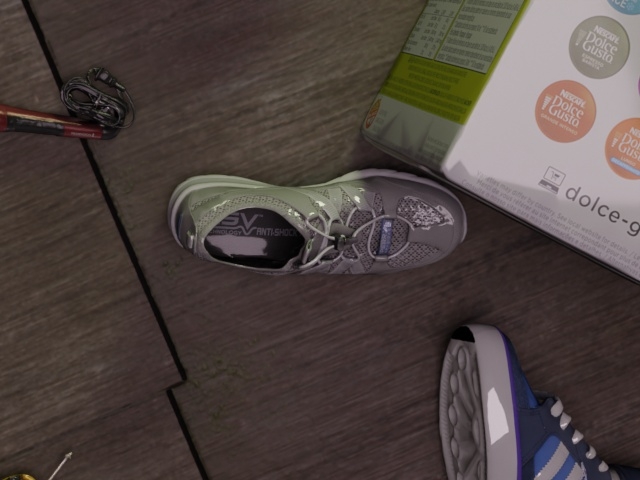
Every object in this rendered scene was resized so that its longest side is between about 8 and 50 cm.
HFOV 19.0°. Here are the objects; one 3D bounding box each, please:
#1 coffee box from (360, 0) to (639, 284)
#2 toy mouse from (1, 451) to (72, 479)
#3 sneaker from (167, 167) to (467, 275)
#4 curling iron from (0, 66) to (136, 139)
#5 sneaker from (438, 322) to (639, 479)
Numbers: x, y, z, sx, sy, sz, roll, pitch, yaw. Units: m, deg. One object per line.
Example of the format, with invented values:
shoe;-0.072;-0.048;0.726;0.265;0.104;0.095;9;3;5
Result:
coffee box;0.283;-0.149;1.701;0.337;0.338;0.334;27;93;-13
toy mouse;-0.287;0.296;1.816;0.161;0.031;0.143;-21;92;-18
sneaker;0.000;0.000;1.782;0.281;0.115;0.105;-2;112;-6
curling iron;-0.307;-0.129;1.761;0.274;0.035;0.068;1;94;-10
sneaker;0.254;0.223;1.871;0.236;0.130;0.323;-10;95;-18
